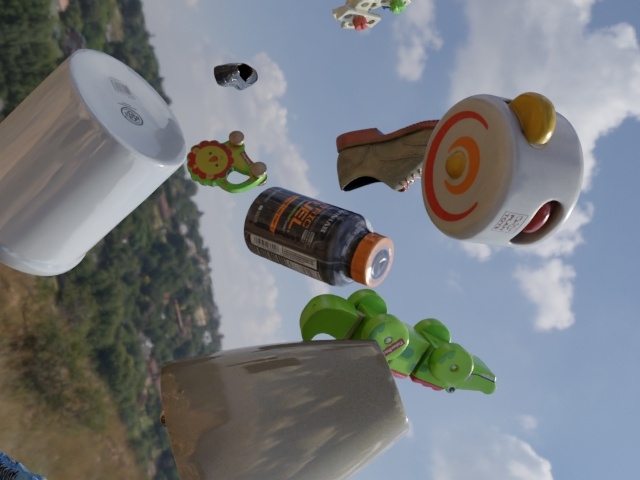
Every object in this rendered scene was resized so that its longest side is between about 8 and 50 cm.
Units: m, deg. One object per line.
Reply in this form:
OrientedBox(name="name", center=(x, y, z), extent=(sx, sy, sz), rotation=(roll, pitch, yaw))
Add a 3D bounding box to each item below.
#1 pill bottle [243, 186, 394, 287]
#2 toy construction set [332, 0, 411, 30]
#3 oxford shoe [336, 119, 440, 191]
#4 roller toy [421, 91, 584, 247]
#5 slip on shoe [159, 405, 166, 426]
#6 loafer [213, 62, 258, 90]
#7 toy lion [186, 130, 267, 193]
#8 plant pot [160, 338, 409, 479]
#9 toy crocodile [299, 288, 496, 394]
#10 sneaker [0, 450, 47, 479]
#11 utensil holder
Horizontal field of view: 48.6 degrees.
OrientedBox(name="pill bottle", center=(0.000, 0.000, 1.196), extent=(0.246, 0.130, 0.130), rotation=(20, -48, 32))
OrientedBox(name="toy construction set", center=(0.107, -0.601, 1.511), extent=(0.215, 0.151, 0.327), rotation=(7, 78, -58))
OrientedBox(name="oxford shoe", center=(0.188, -0.157, 1.398), extent=(0.123, 0.348, 0.130), rotation=(15, 75, -53))
OrientedBox(name="roller toy", center=(0.228, -0.089, 0.925), extent=(0.209, 0.146, 0.191), rotation=(11, -86, 64))
OrientedBox(name="slip on shoe", center=(-0.178, 0.266, 1.094), extent=(0.041, 0.136, 0.051), rotation=(-90, 179, -55))
OrientedBox(name="loafer", center=(-0.184, -0.390, 1.671), extent=(0.170, 0.061, 0.062), rotation=(-34, 112, -65))
OrientedBox(name="toy lion", center=(-0.138, -0.107, 1.014), extent=(0.100, 0.096, 0.034), rotation=(53, -18, 19))
OrientedBox(name="plant pot", center=(-0.033, 0.237, 0.930), extent=(0.256, 0.274, 0.256), rotation=(161, -90, -86))
OrientedBox(name="toy crocodile", center=(0.126, 0.165, 1.078), extent=(0.105, 0.341, 0.115), rotation=(-60, -154, 11))
OrientedBox(name="sneaker", center=(-0.414, 0.307, 0.912), extent=(0.162, 0.063, 0.073), rotation=(1, -44, 44))
OrientedBox(name="utensil holder", center=(-0.521, -0.160, 1.492), extent=(0.327, 0.386, 0.327), rotation=(44, 23, -24))
